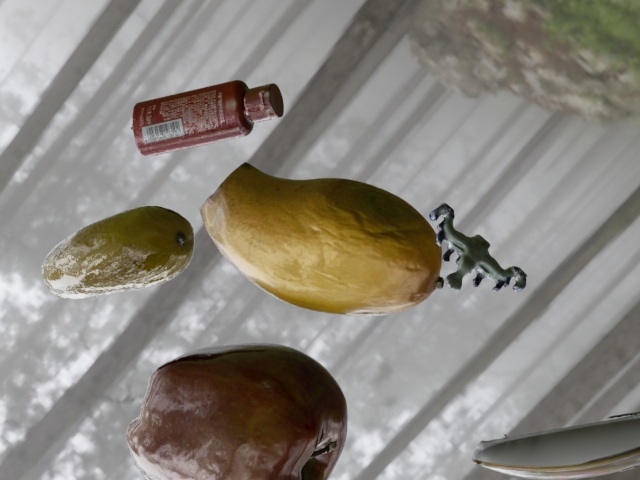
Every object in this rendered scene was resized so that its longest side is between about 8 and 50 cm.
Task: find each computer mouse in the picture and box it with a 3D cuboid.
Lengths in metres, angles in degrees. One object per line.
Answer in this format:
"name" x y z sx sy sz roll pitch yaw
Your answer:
"computer mouse" 0.358 0.279 1.508 0.158 0.310 0.071 38 -140 -70

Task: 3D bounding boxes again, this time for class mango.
"mango" -0.361 0.029 1.952 0.195 0.332 0.142 -10 -98 -63
"mango" -0.002 0.003 1.549 0.359 0.187 0.144 11 -172 19

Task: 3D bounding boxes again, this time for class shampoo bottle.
"shampoo bottle" -0.228 -0.250 2.264 0.076 0.314 0.118 25 -123 -65

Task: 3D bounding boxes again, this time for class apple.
"apple" -0.117 0.292 1.687 0.317 0.288 0.288 10 -176 22

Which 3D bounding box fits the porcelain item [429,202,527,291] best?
"porcelain item" 0.163 0.027 1.258 0.136 0.075 0.021 41 156 -6
